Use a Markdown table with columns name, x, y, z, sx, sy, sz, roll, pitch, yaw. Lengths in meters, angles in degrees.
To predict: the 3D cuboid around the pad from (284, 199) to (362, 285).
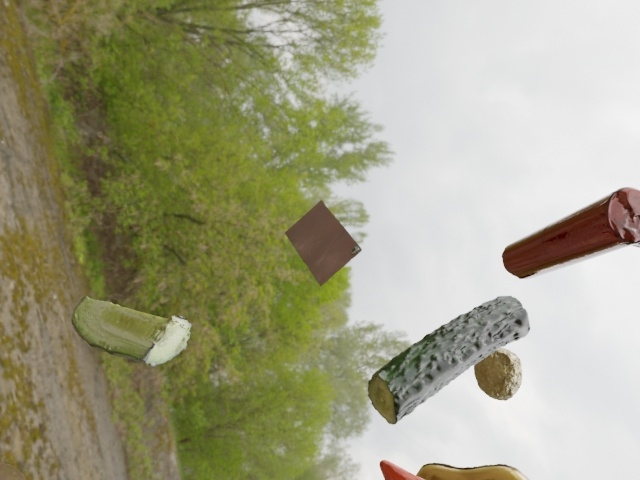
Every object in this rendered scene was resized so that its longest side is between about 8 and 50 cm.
| name | x | y | z | sx | sy | sz | roll | pitch | yaw |
| --- | --- | --- | --- | --- | --- | --- | --- | --- | --- |
| pad | 0.000 | 0.000 | 1.090 | 0.006 | 0.113 | 0.187 | 41 | 9 | -46 |

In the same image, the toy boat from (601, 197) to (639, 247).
| name | x | y | z | sx | sy | sz | roll | pitch | yaw |
| --- | --- | --- | --- | --- | --- | --- | --- | --- | --- |
| toy boat | 0.778 | -0.038 | 1.191 | 0.283 | 0.078 | 0.127 | 16 | -101 | 53 |

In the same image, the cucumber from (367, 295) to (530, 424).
| name | x | y | z | sx | sy | sz | roll | pitch | yaw |
| --- | --- | --- | --- | --- | --- | --- | --- | --- | --- |
| cucumber | 0.132 | 0.112 | 0.522 | 0.058 | 0.187 | 0.058 | 46 | -29 | 35 |

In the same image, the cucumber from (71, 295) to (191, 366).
| name | x | y | z | sx | sy | sz | roll | pitch | yaw |
| --- | --- | --- | --- | --- | --- | --- | --- | --- | --- |
| cucumber | -0.475 | 0.221 | 1.259 | 0.326 | 0.145 | 0.105 | 10 | -36 | 29 |

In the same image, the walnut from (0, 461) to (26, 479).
| name | x | y | z | sx | sy | sz | roll | pitch | yaw |
| --- | --- | --- | --- | --- | --- | --- | --- | --- | --- |
| walnut | -0.253 | 0.181 | 0.222 | 0.273 | 0.227 | 0.273 | 39 | -5 | 4 |

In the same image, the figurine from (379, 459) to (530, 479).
| name | x | y | z | sx | sy | sz | roll | pitch | yaw |
| --- | --- | --- | --- | --- | --- | --- | --- | --- | --- |
| figurine | 0.086 | 0.277 | 0.386 | 0.181 | 0.257 | 0.208 | 34 | -69 | 23 |

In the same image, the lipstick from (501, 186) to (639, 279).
| name | x | y | z | sx | sy | sz | roll | pitch | yaw |
| --- | --- | --- | --- | --- | --- | --- | --- | --- | --- |
| lipstick | 0.350 | 0.002 | 0.736 | 0.279 | 0.073 | 0.073 | 114 | -42 | -75 |

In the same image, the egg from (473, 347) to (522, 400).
| name | x | y | z | sx | sy | sz | roll | pitch | yaw |
| --- | --- | --- | --- | --- | --- | --- | --- | --- | --- |
| egg | 0.427 | 0.315 | 1.238 | 0.118 | 0.116 | 0.140 | 27 | -42 | 55 |
